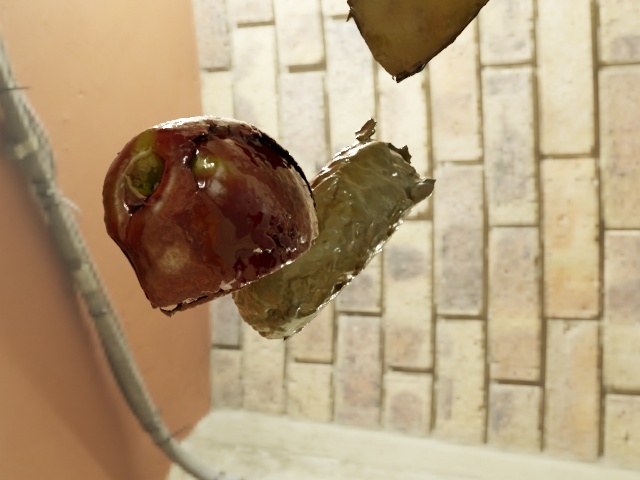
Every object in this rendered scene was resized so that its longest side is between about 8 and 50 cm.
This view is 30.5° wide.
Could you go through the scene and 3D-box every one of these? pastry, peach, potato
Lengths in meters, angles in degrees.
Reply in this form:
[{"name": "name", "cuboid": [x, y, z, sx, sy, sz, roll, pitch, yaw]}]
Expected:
[{"name": "pastry", "cuboid": [0.000, 0.000, 1.580, 0.136, 0.329, 0.329, 43, -144, -1]}, {"name": "peach", "cuboid": [-0.058, -0.020, 0.767, 0.172, 0.092, 0.127, 7, -117, -51]}, {"name": "potato", "cuboid": [0.101, -0.264, 1.010, 0.098, 0.138, 0.243, 43, -141, -33]}]
